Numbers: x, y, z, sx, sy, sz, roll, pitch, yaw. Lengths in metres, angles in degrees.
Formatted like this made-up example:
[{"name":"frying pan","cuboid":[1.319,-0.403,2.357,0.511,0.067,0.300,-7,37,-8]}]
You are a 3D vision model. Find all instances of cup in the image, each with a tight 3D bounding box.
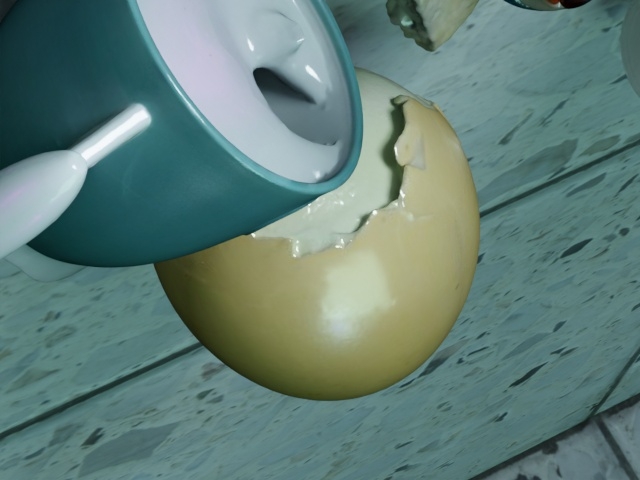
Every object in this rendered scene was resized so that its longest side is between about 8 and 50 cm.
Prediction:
[{"name":"cup","cuboid":[-0.094,-0.061,0.858,0.173,0.167,0.299,-31,-170,32]}]

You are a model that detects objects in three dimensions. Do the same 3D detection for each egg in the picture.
[{"name":"egg","cuboid":[0.000,0.000,1.081,0.201,0.201,0.244,-28,140,-6]}]

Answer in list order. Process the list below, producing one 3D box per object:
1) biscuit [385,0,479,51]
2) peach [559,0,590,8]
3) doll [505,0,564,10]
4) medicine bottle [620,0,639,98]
[{"name":"biscuit","cuboid":[0.062,-0.201,0.846,0.133,0.032,0.250,-45,148,-8]},{"name":"peach","cuboid":[0.184,-0.247,0.882,0.279,0.068,0.189,-56,172,5]},{"name":"doll","cuboid":[0.110,-0.174,0.988,0.152,0.085,0.114,0,129,-38]},{"name":"medicine bottle","cuboid":[0.340,-0.160,1.278,0.247,0.147,0.147,-17,158,-33]}]
